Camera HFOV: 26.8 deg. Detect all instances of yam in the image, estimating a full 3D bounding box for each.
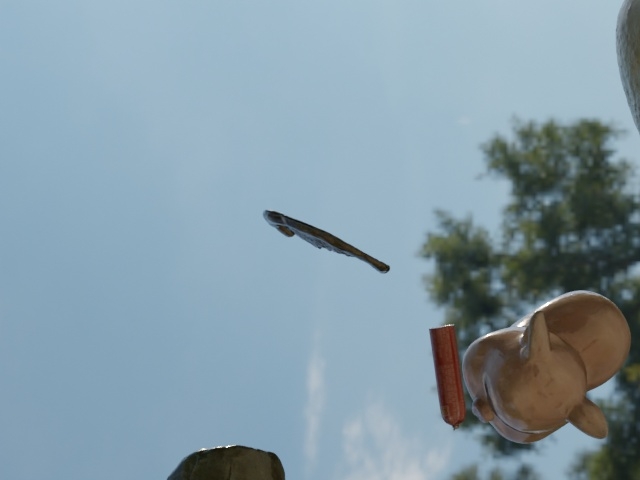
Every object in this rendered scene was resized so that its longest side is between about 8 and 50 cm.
[{"bbox_3d":[-0.138,0.461,2.004,0.195,0.195,0.300,40,-142,-54],"label":"yam"}]

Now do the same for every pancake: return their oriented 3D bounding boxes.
[{"bbox_3d":[0.000,0.000,1.867,0.184,0.190,0.020,26,-95,-23],"label":"pancake"}]

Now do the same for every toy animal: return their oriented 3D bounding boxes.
[{"bbox_3d":[0.397,0.211,2.300,0.326,0.269,0.237,-31,-85,-11],"label":"toy animal"}]

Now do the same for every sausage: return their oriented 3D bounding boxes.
[{"bbox_3d":[0.157,0.169,1.645,0.034,0.034,0.130,-3,-95,-60],"label":"sausage"}]

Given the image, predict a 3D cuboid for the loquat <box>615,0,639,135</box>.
[{"bbox_3d":[0.395,-0.156,1.186,0.275,0.274,0.275,-6,-83,-60],"label":"loquat"}]
